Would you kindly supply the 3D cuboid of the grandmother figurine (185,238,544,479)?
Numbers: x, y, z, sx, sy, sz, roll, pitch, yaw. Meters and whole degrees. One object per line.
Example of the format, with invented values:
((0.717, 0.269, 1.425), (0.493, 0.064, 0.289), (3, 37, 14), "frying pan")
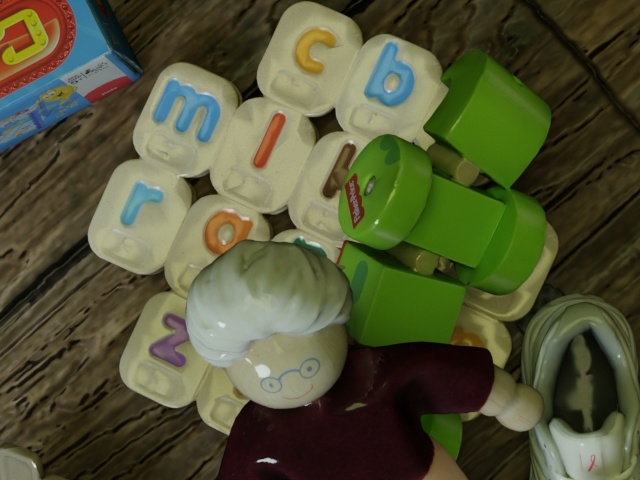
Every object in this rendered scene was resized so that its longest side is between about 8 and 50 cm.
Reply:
((0.029, 0.131, 1.124), (0.207, 0.104, 0.342), (-35, 123, -5), "grandmother figurine")

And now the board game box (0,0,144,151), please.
((-0.321, -0.176, 1.318), (0.308, 0.086, 0.302), (-28, 80, 4), "board game box")

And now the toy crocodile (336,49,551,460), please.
((0.040, 0.045, 1.216), (0.115, 0.105, 0.341), (21, 95, -26), "toy crocodile")

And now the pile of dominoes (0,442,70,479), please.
((-0.107, 0.237, 1.222), (0.251, 0.040, 0.196), (32, 133, 10), "pile of dominoes")

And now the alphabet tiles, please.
((0.000, 0.000, 1.285), (0.284, 0.021, 0.278), (24, 90, 10), "alphabet tiles")

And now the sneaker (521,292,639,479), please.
((0.159, 0.144, 1.198), (0.090, 0.115, 0.232), (-10, 82, 7), "sneaker")
